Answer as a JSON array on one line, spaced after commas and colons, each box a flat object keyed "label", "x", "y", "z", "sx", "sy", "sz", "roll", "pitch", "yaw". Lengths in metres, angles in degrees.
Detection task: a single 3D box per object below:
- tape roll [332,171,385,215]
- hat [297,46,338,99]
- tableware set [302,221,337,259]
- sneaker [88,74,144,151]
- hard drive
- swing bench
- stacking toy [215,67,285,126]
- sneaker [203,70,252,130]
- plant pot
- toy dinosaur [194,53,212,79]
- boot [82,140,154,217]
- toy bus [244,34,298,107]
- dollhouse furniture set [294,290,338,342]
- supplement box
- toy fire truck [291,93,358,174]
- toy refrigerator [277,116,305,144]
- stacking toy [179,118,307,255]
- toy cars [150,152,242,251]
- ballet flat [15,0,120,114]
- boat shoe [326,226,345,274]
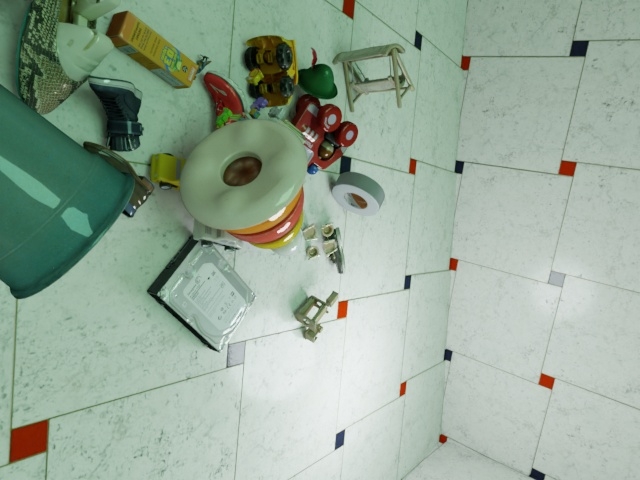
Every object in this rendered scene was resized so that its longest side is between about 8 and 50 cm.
[{"label": "tape roll", "x": 0.161, "y": -0.196, "z": 1.958, "sx": 0.219, "sy": 0.219, "sz": 0.072, "roll": 52, "pitch": 58, "yaw": -44}, {"label": "hat", "x": 0.017, "y": -0.633, "z": 1.658, "sx": 0.172, "sy": 0.184, "sz": 0.209, "roll": 16, "pitch": 47, "yaw": -15}, {"label": "tableware set", "x": 0.000, "y": 0.000, "z": 1.899, "sx": 0.141, "sy": 0.020, "sz": 0.169, "roll": -18, "pitch": 116, "yaw": -18}, {"label": "sneaker", "x": -0.494, "y": -0.301, "z": 1.114, "sx": 0.226, "sy": 0.086, "sz": 0.164, "roll": -100, "pitch": -161, "yaw": -85}, {"label": "hard drive", "x": -0.360, "y": 0.172, "z": 1.466, "sx": 0.237, "sy": 0.064, "sz": 0.339, "roll": -58, "pitch": 136, "yaw": -29}, {"label": "swing bench", "x": 0.227, "y": -0.697, "z": 1.927, "sx": 0.165, "sy": 0.253, "sz": 0.255, "roll": -55, "pitch": 136, "yaw": -32}, {"label": "stacking toy", "x": -0.216, "y": -0.388, "z": 1.410, "sx": 0.221, "sy": 0.052, "sz": 0.167, "roll": -55, "pitch": 144, "yaw": -14}, {"label": "sneaker", "x": -0.287, "y": -0.389, "z": 1.430, "sx": 0.118, "sy": 0.107, "sz": 0.279, "roll": -51, "pitch": 133, "yaw": -28}, {"label": "plant pot", "x": -0.612, "y": -0.122, "z": 0.888, "sx": 0.334, "sy": 0.341, "sz": 0.341, "roll": 50, "pitch": 57, "yaw": -35}, {"label": "toy dinosaur", "x": -0.358, "y": -0.510, "z": 1.367, "sx": 0.090, "sy": 0.047, "sz": 0.082, "roll": 9, "pitch": 107, "yaw": -63}, {"label": "boot", "x": -0.527, "y": -0.151, "z": 1.170, "sx": 0.219, "sy": 0.082, "sz": 0.106, "roll": 46, "pitch": 58, "yaw": -48}, {"label": "toy bus", "x": -0.142, "y": -0.580, "z": 1.572, "sx": 0.211, "sy": 0.149, "sz": 0.220, "roll": -45, "pitch": 134, "yaw": -60}, {"label": "dollhouse furniture set", "x": -0.019, "y": 0.309, "z": 1.947, "sx": 0.182, "sy": 0.101, "sz": 0.161, "roll": -48, "pitch": 156, "yaw": -38}, {"label": "supplement box", "x": -0.442, "y": -0.500, "z": 1.223, "sx": 0.233, "sy": 0.080, "sz": 0.078, "roll": 28, "pitch": 76, "yaw": -54}, {"label": "toy fire truck", "x": -0.014, "y": -0.393, "z": 1.767, "sx": 0.254, "sy": 0.169, "sz": 0.302, "roll": -55, "pitch": 141, "yaw": 4}, {"label": "toy refrigerator", "x": -0.112, "y": -0.340, "z": 1.509, "sx": 0.102, "sy": 0.269, "sz": 0.094, "roll": 39, "pitch": 102, "yaw": -12}, {"label": "stacking toy", "x": -0.168, "y": -0.084, "z": 1.371, "sx": 0.351, "sy": 0.350, "sz": 0.480, "roll": -64, "pitch": 157, "yaw": -23}, {"label": "toy cars", "x": -0.341, "y": -0.109, "z": 1.367, "sx": 0.394, "sy": 0.087, "sz": 0.176, "roll": 60, "pitch": 39, "yaw": -26}, {"label": "ballet flat", "x": -0.530, "y": -0.511, "z": 1.003, "sx": 0.164, "sy": 0.181, "sz": 0.483, "roll": 31, "pitch": 68, "yaw": -84}, {"label": "boat shoe", "x": 0.065, "y": 0.049, "z": 2.005, "sx": 0.081, "sy": 0.068, "sz": 0.228, "roll": -88, "pitch": 169, "yaw": -64}]
